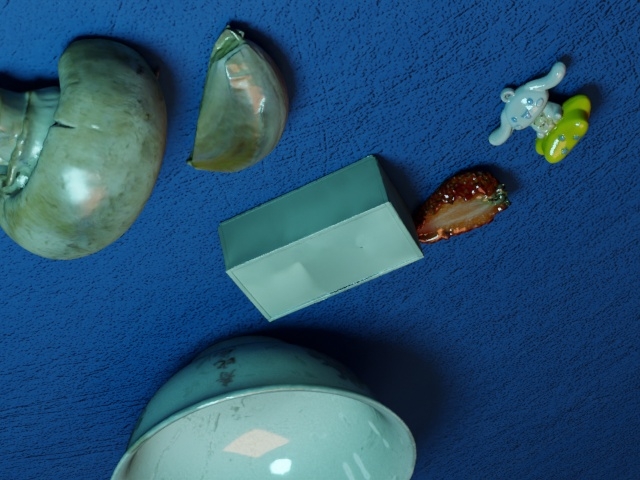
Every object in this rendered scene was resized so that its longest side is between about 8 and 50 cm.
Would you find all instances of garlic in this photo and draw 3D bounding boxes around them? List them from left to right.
[{"bbox_3d":[-0.087,-0.149,1.544,0.101,0.087,0.196,11,137,-9],"label":"garlic"}]

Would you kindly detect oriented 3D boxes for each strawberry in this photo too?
[{"bbox_3d":[0.179,-0.046,1.766,0.152,0.048,0.104,-23,148,31],"label":"strawberry"}]

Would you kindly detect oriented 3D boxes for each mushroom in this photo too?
[{"bbox_3d":[-0.277,-0.086,1.479,0.195,0.189,0.254,17,123,-33],"label":"mushroom"}]

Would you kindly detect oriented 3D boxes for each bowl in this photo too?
[{"bbox_3d":[-0.094,0.264,1.920,0.434,0.196,0.435,-8,138,-7],"label":"bowl"}]

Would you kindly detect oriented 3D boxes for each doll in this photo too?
[{"bbox_3d":[0.273,-0.162,1.656,0.113,0.071,0.135,10,130,0],"label":"doll"}]

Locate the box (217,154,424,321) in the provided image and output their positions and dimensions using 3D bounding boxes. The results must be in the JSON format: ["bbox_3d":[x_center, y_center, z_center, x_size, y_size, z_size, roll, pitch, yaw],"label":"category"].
[{"bbox_3d":[0.000,0.000,1.733,0.225,0.086,0.129,-24,139,11],"label":"box"}]
